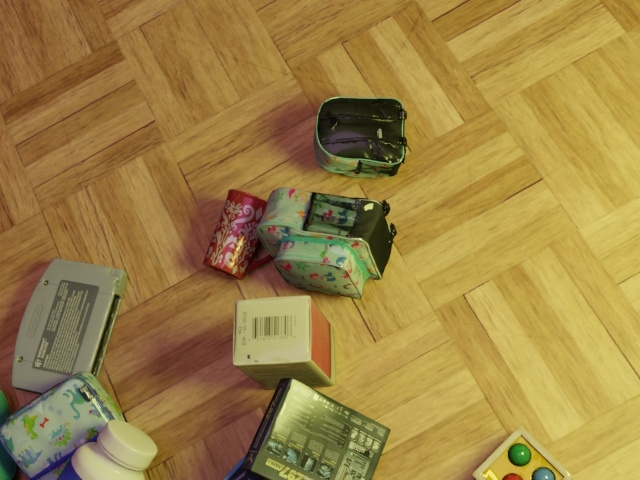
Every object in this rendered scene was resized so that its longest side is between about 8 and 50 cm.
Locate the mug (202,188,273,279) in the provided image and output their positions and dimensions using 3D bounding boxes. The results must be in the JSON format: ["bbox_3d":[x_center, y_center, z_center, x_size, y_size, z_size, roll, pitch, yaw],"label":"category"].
[{"bbox_3d":[-0.159,-0.005,1.839,0.150,0.113,0.169,19,78,20],"label":"mug"}]

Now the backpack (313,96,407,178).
[{"bbox_3d":[0.076,-0.216,1.839,0.189,0.144,0.165,5,71,-10],"label":"backpack"}]

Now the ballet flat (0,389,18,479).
[{"bbox_3d":[-0.682,0.528,1.742,0.182,0.164,0.482,-34,67,21],"label":"ballet flat"}]

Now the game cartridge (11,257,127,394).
[{"bbox_3d":[-0.550,0.190,1.882,0.198,0.062,0.297,8,72,19],"label":"game cartridge"}]

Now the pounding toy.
[{"bbox_3d":[0.371,0.472,1.552,0.181,0.094,0.206,-43,67,-6],"label":"pounding toy"}]

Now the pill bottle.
[{"bbox_3d":[-0.433,0.484,1.664,0.152,0.152,0.272,34,93,21],"label":"pill bottle"}]

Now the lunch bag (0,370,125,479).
[{"bbox_3d":[-0.516,0.384,1.757,0.219,0.090,0.176,-32,95,0],"label":"lunch bag"}]

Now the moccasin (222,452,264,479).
[{"bbox_3d":[-0.119,0.475,1.637,0.117,0.137,0.342,38,83,17],"label":"moccasin"}]

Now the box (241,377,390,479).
[{"bbox_3d":[-0.005,0.386,1.614,0.233,0.059,0.183,29,69,-16],"label":"box"}]

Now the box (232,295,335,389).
[{"bbox_3d":[-0.065,0.201,1.672,0.149,0.232,0.126,-5,69,10],"label":"box"}]

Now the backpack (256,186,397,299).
[{"bbox_3d":[0.000,0.000,1.741,0.254,0.225,0.191,16,69,21],"label":"backpack"}]
